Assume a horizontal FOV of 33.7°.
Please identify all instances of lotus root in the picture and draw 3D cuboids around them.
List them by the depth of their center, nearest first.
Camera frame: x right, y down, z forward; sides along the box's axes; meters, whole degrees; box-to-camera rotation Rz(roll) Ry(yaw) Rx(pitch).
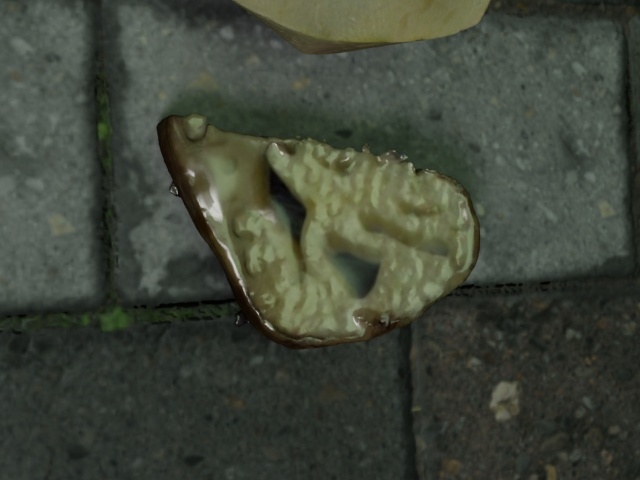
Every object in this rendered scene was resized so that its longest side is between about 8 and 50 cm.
[{"bbox_3d":[0.000,0.000,0.818,0.260,0.074,0.170,4,88,-24],"label":"lotus root"}]

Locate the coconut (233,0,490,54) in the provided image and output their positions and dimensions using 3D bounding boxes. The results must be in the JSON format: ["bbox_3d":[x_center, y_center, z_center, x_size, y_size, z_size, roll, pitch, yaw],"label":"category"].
[{"bbox_3d":[0.022,-0.250,0.765,0.259,0.259,0.259,1,87,-24],"label":"coconut"}]
